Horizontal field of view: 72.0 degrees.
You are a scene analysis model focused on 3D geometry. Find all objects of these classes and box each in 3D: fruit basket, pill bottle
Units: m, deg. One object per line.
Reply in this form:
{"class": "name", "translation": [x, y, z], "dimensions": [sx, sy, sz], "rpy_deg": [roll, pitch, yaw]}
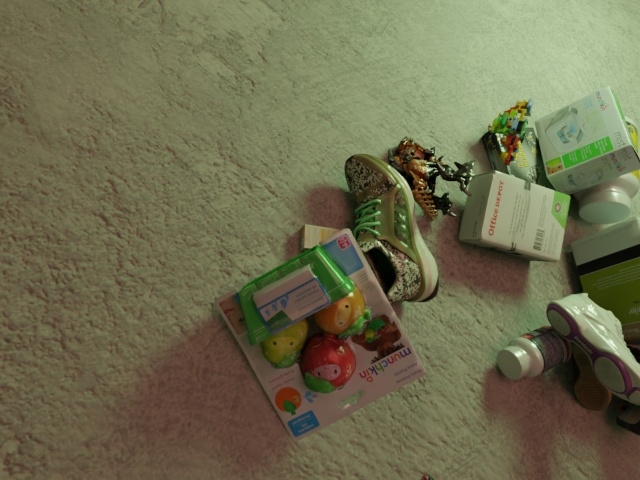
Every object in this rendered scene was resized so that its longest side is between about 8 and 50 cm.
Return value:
{"class": "fruit basket", "translation": [-0.002, 0.202, 0.912], "dimensions": [0.326, 0.165, 0.353], "rpy_deg": [-28, 87, 4]}
{"class": "pill bottle", "translation": [0.938, -0.232, 1.455], "dimensions": [0.187, 0.188, 0.334], "rpy_deg": [22, 66, -13]}
{"class": "pill bottle", "translation": [0.566, 0.302, 1.174], "dimensions": [0.180, 0.108, 0.108], "rpy_deg": [-13, 78, -25]}

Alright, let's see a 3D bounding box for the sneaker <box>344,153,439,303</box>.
{"class": "sneaker", "translation": [0.142, -0.026, 1.070], "dimensions": [0.182, 0.158, 0.411], "rpy_deg": [-15, 77, -43]}

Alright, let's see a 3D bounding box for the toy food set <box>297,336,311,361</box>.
{"class": "toy food set", "translation": [-0.024, 0.263, 1.008], "dimensions": [0.122, 0.019, 0.078], "rpy_deg": [-20, 80, -18]}

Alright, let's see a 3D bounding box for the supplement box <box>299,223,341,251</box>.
{"class": "supplement box", "translation": [0.000, 0.000, 1.095], "dimensions": [0.098, 0.036, 0.062], "rpy_deg": [9, 70, -19]}

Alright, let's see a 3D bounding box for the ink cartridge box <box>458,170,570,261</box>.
{"class": "ink cartridge box", "translation": [0.553, -0.063, 1.262], "dimensions": [0.272, 0.114, 0.199], "rpy_deg": [14, 86, -17]}

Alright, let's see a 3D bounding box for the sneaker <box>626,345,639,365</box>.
{"class": "sneaker", "translation": [0.905, 0.403, 1.169], "dimensions": [0.146, 0.343, 0.134], "rpy_deg": [34, 93, -23]}

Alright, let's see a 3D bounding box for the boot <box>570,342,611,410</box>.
{"class": "boot", "translation": [0.767, 0.329, 1.252], "dimensions": [0.207, 0.090, 0.249], "rpy_deg": [-47, 120, -47]}

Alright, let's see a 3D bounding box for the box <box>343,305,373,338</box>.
{"class": "box", "translation": [0.067, 0.159, 1.048], "dimensions": [0.126, 0.072, 0.137], "rpy_deg": [-22, 81, -27]}

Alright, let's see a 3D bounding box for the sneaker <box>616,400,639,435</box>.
{"class": "sneaker", "translation": [0.935, 0.466, 1.269], "dimensions": [0.271, 0.107, 0.101], "rpy_deg": [-19, 106, -42]}

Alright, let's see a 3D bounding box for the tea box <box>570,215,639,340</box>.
{"class": "tea box", "translation": [0.980, 0.135, 1.309], "dimensions": [0.328, 0.220, 0.324], "rpy_deg": [7, 67, -24]}

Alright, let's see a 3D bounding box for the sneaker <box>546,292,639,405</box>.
{"class": "sneaker", "translation": [0.720, 0.253, 1.095], "dimensions": [0.152, 0.114, 0.305], "rpy_deg": [-19, 56, -18]}

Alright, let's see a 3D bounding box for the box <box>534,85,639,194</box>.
{"class": "box", "translation": [0.826, -0.304, 1.375], "dimensions": [0.126, 0.231, 0.262], "rpy_deg": [34, 50, -33]}

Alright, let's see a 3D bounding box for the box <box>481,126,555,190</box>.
{"class": "box", "translation": [0.638, -0.249, 1.417], "dimensions": [0.182, 0.056, 0.231], "rpy_deg": [-7, 76, -23]}

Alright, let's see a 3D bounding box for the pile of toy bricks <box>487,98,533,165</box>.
{"class": "pile of toy bricks", "translation": [0.569, -0.347, 1.349], "dimensions": [0.105, 0.118, 0.213], "rpy_deg": [16, 73, 27]}

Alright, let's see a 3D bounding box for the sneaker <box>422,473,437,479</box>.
{"class": "sneaker", "translation": [0.228, 0.582, 0.987], "dimensions": [0.057, 0.047, 0.119], "rpy_deg": [40, 56, 3]}

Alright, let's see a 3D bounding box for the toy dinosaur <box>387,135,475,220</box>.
{"class": "toy dinosaur", "translation": [0.276, -0.160, 1.186], "dimensions": [0.218, 0.164, 0.322], "rpy_deg": [19, 61, -13]}
